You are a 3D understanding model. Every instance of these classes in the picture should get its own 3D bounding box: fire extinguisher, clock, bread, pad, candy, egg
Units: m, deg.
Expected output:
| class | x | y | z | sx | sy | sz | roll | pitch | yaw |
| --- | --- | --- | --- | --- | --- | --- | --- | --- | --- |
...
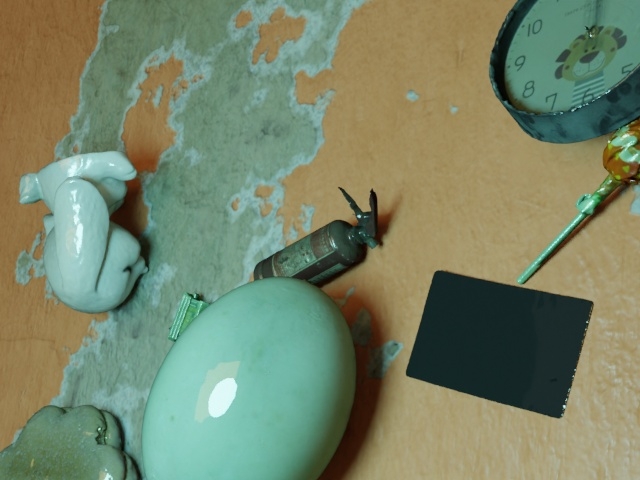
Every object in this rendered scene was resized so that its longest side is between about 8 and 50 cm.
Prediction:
| class | x | y | z | sx | sy | sz | roll | pitch | yaw |
| --- | --- | --- | --- | --- | --- | --- | --- | --- | --- |
| fire extinguisher | 0.001 | 0.007 | 1.947 | 0.252 | 0.106 | 0.075 | -29 | 36 | 32 |
| clock | 0.360 | -0.271 | 1.703 | 0.312 | 0.061 | 0.313 | -30 | 41 | 30 |
| bread | -0.435 | 0.372 | 2.211 | 0.337 | 0.102 | 0.183 | -5 | 70 | 41 |
| pad | 0.237 | 0.136 | 1.747 | 0.265 | 0.009 | 0.160 | 11 | 81 | 43 |
| candy | 0.351 | -0.040 | 1.681 | 0.084 | 0.078 | 0.288 | 41 | 117 | 7 |
| egg | -0.100 | 0.234 | 1.829 | 0.276 | 0.276 | 0.389 | 33 | 99 | 45 |

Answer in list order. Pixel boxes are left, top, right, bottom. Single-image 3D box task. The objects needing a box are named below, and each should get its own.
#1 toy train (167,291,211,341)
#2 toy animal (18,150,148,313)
| class | x | y | z | sx | sy | sz | roll | pitch | yaw |
| --- | --- | --- | --- | --- | --- | --- | --- | --- | --- |
| toy train | -0.214 | 0.134 | 2.148 | 0.056 | 0.038 | 0.093 | 18 | 85 | 39 |
| toy animal | -0.413 | -0.002 | 2.270 | 0.271 | 0.206 | 0.265 | 152 | 111 | -68 |
